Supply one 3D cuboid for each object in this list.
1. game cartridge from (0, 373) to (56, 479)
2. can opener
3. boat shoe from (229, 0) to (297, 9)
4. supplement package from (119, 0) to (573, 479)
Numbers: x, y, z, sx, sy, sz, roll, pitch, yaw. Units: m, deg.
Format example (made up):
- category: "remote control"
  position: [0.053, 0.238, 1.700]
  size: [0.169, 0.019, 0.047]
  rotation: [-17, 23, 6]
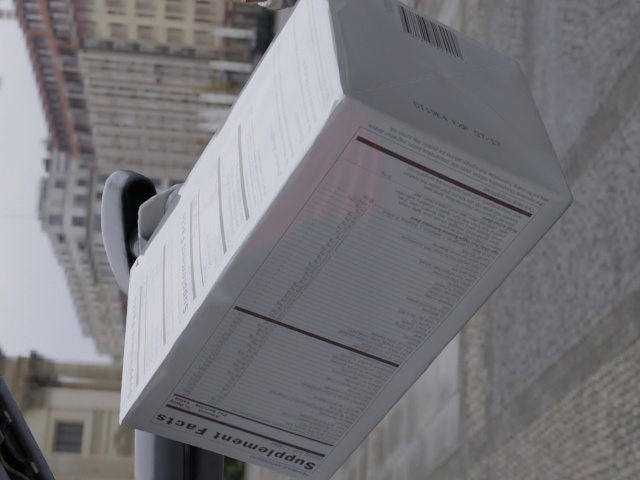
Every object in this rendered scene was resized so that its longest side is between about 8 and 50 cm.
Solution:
- category: "game cartridge"
  position: [-0.253, 0.127, 0.638]
  size: [0.294, 0.196, 0.060]
  rotation: [81, -175, -45]
- category: "can opener"
  position: [-0.111, 0.085, 0.883]
  size: [0.093, 0.074, 0.280]
  rotation: [20, 115, 48]
- category: "boat shoe"
  position: [-0.121, -0.312, 1.150]
  size: [0.324, 0.116, 0.123]
  rotation: [-133, 41, -55]
- category: "supplement package"
  position: [0.000, 0.000, 0.656]
  size: [0.244, 0.139, 0.134]
  rotation: [-53, 26, 31]
